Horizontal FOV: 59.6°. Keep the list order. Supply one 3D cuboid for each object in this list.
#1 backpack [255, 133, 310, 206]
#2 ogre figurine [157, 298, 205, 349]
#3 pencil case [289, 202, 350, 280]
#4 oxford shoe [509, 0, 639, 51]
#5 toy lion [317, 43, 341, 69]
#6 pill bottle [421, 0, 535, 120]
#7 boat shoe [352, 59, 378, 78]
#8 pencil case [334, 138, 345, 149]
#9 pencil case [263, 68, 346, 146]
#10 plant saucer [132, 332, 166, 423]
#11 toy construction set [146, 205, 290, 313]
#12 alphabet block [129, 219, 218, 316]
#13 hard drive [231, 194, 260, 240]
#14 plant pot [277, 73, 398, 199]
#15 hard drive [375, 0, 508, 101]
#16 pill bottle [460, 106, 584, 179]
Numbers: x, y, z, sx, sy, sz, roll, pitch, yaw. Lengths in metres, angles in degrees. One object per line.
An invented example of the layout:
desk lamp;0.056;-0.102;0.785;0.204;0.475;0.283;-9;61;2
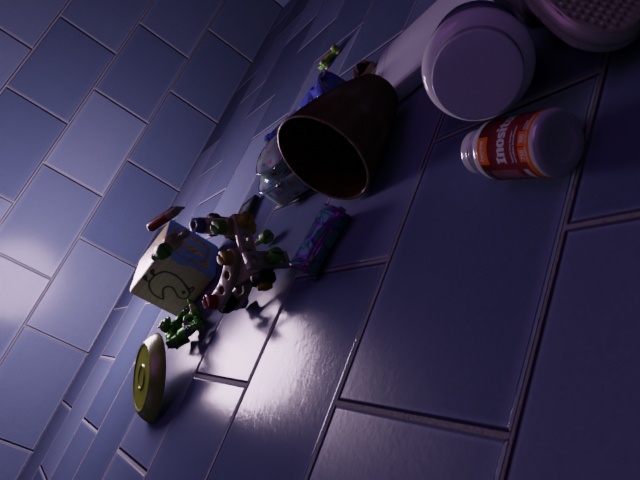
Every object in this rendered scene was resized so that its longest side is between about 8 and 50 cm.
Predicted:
backpack;-0.087;-0.186;1.449;0.188;0.145;0.165;-42;33;39
ogre figurine;-0.383;0.240;1.561;0.118;0.096;0.197;-40;38;-5
pencil case;0.000;0.000;1.127;0.151;0.065;0.070;-61;7;-8
oxford shoe;0.357;-0.389;0.855;0.449;0.169;0.130;-96;3;-45
toy lion;0.027;-0.640;1.954;0.100;0.034;0.096;-51;16;15
pill bottle;0.227;-0.260;0.807;0.152;0.152;0.272;-44;9;28
boat shoe;0.118;-0.451;1.481;0.063;0.059;0.170;-57;23;1
pencil case;0.060;-0.276;1.340;0.209;0.095;0.098;-65;8;-24
pencil case;-0.037;-0.334;1.560;0.306;0.119;0.133;-40;6;38
plant saucer;-0.468;0.370;1.510;0.241;0.037;0.240;-21;65;57
toy construction set;-0.211;0.007;1.273;0.237;0.309;0.257;-26;46;44
alphabet block;-0.460;0.089;1.778;0.197;0.192;0.193;-49;22;21
hard drive;-0.240;-0.071;1.757;0.094;0.022;0.135;-30;35;48
plant pot;0.062;-0.240;1.173;0.215;0.215;0.230;-19;30;56
hard drive;0.251;-0.450;1.229;0.353;0.047;0.232;-33;33;44
pill bottle;0.259;-0.123;0.739;0.086;0.086;0.152;-61;23;-9
